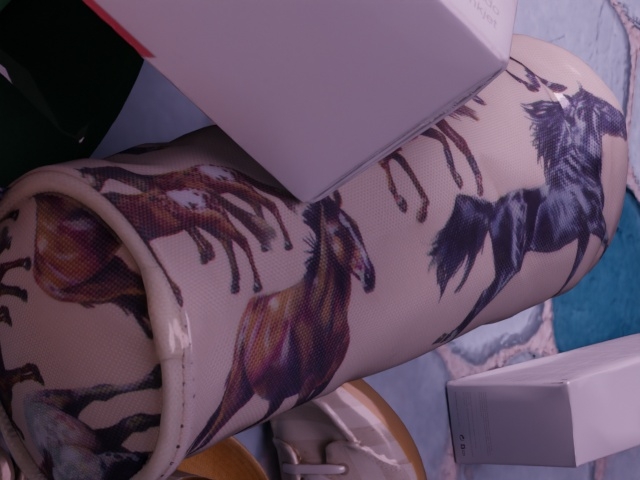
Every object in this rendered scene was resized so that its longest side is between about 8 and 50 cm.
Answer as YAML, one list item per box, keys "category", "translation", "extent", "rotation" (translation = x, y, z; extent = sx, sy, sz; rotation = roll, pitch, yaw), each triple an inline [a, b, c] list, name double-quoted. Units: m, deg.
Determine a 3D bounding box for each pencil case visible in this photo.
- category: "pencil case"
  translation: [0.000, 0.000, 0.912]
  extent: [0.410, 0.184, 0.159]
  rotation: [-21, 105, -46]

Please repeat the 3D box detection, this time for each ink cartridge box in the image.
- category: "ink cartridge box"
  translation: [-0.013, -0.203, 0.817]
  extent: [0.226, 0.131, 0.306]
  rotation: [41, 38, -21]

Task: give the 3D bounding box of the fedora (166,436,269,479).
- category: "fedora"
  translation: [-0.062, 0.177, 0.886]
  extent: [0.194, 0.079, 0.194]
  rotation: [9, 79, -49]

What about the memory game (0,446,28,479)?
- category: "memory game"
  translation: [-0.155, 0.189, 0.850]
  extent: [0.186, 0.012, 0.186]
  rotation: [9, 78, -48]

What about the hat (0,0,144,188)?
- category: "hat"
  translation: [-0.200, -0.127, 0.833]
  extent: [0.173, 0.184, 0.208]
  rotation: [-44, 159, -34]

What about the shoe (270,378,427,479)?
- category: "shoe"
  translation: [0.025, 0.161, 1.005]
  extent: [0.058, 0.077, 0.219]
  rotation: [-51, 123, -45]

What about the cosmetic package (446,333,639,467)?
- category: "cosmetic package"
  translation: [0.198, 0.106, 1.189]
  extent: [0.239, 0.099, 0.060]
  rotation: [-8, 91, -48]
